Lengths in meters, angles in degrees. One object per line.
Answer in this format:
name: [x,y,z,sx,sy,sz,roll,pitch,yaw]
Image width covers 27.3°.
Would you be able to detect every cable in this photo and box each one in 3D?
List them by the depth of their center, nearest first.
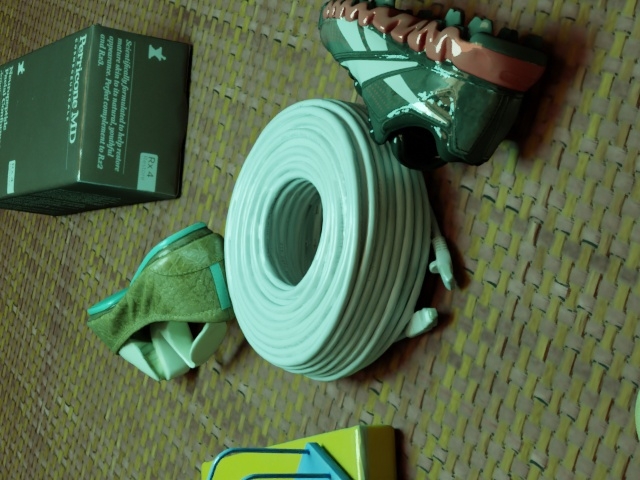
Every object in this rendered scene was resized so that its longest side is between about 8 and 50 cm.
cable: [0.000,0.000,1.201,0.257,0.089,0.257,-44,49,44]

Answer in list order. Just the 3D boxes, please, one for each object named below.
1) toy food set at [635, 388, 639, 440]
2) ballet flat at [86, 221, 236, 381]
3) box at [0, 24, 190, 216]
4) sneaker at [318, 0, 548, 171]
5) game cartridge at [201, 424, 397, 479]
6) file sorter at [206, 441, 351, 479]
toy food set: [0.239,0.116,0.871,0.083,0.020,0.082,52,126,48]
ballet flat: [-0.164,0.083,1.420,0.124,0.116,0.342,62,150,3]
box: [-0.315,-0.139,1.676,0.381,0.143,0.191,-6,78,55]
sneaker: [0.071,-0.134,1.111,0.276,0.098,0.135,31,107,54]
game cartridge: [-0.017,0.346,1.199,0.285,0.053,0.323,-24,66,53]
file sorter: [-0.022,0.260,1.080,0.170,0.105,0.118,40,118,51]
